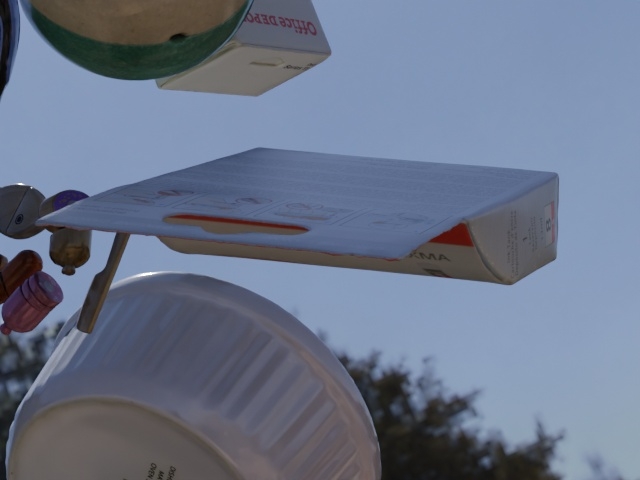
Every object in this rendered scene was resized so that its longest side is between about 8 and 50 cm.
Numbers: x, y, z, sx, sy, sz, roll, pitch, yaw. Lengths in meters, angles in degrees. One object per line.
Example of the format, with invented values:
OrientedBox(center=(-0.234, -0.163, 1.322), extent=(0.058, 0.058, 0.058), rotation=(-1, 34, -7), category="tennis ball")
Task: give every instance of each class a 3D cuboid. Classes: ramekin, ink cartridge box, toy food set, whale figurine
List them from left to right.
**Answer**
OrientedBox(center=(-0.146, 0.008, 0.789), extent=(0.122, 0.078, 0.019), rotation=(8, -17, 43), category="toy food set")
OrientedBox(center=(-0.152, -0.229, 1.174), extent=(0.216, 0.272, 0.141), rotation=(-17, -32, -19), category="whale figurine")
OrientedBox(center=(-0.102, 0.168, 1.165), extent=(0.273, 0.273, 0.127), rotation=(-43, 3, 36), category="ramekin")
OrientedBox(center=(-0.093, -0.226, 1.309), extent=(0.087, 0.208, 0.153), rotation=(-27, -12, 29), category="ink cartridge box")
OrientedBox(center=(0.000, 0.000, 0.624), extent=(0.145, 0.045, 0.179), rotation=(6, 15, 24), category="ink cartridge box")

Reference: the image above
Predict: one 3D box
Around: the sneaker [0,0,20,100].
OrientedBox(center=(-0.191, -0.019, 0.645), extent=(0.232, 0.081, 0.090), rotation=(-59, 16, -2), category="sneaker")
